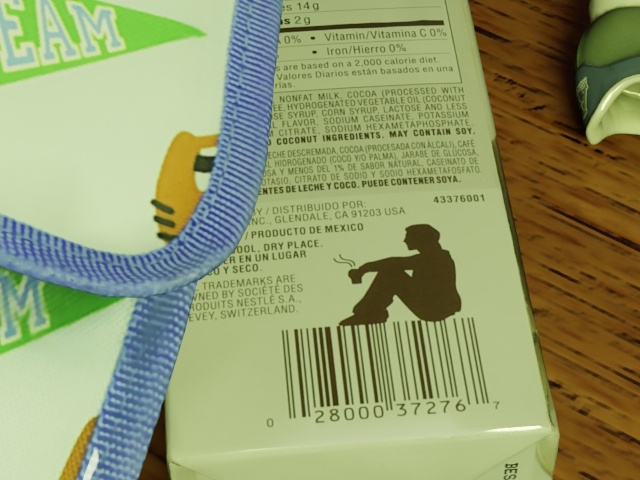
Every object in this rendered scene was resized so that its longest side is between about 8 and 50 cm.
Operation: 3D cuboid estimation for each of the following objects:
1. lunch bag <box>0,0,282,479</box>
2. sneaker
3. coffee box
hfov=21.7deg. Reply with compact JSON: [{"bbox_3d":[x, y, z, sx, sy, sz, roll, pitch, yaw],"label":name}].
[{"bbox_3d":[-0.206,0.000,0.430,0.328,0.239,0.385,25,76,-21],"label":"lunch bag"},{"bbox_3d":[0.206,-0.058,0.749,0.192,0.064,0.086,13,58,12],"label":"sneaker"},{"bbox_3d":[0.000,0.000,0.627,0.119,0.168,0.297,-4,49,-3],"label":"coffee box"}]
